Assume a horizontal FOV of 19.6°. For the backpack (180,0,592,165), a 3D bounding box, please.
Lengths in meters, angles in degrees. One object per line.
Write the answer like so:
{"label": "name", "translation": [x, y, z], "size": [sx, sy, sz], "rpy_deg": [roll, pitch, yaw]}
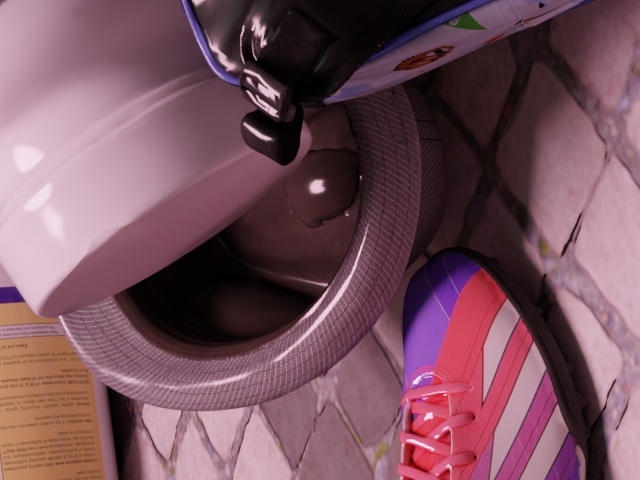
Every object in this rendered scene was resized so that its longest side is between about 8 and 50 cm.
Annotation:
{"label": "backpack", "translation": [0.056, -0.202, 0.857], "size": [0.263, 0.213, 0.276], "rpy_deg": [-18, 89, 17]}

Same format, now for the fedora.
{"label": "fedora", "translation": [-0.032, -0.027, 1.102], "size": [0.275, 0.124, 0.243], "rpy_deg": [-31, 73, 34]}

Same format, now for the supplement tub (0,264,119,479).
{"label": "supplement tub", "translation": [-0.295, 0.186, 1.582], "size": [0.241, 0.241, 0.331], "rpy_deg": [-24, 72, 61]}

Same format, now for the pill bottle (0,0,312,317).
{"label": "pill bottle", "translation": [-0.173, -0.155, 0.971], "size": [0.363, 0.210, 0.210], "rpy_deg": [57, 146, 7]}

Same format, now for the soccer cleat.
{"label": "soccer cleat", "translation": [0.083, 0.153, 0.988], "size": [0.108, 0.116, 0.318], "rpy_deg": [-43, 56, 57]}
